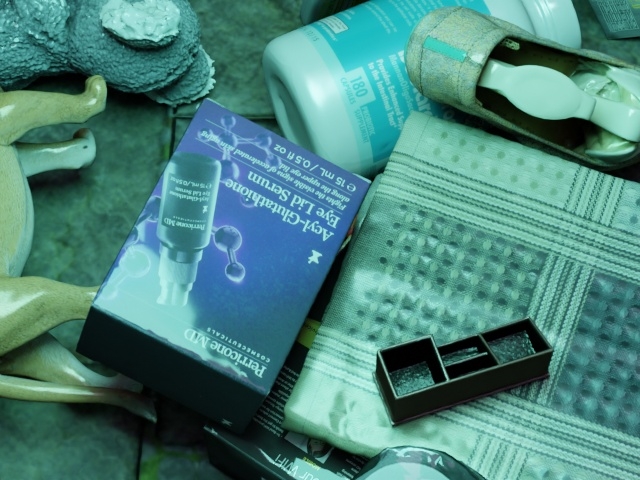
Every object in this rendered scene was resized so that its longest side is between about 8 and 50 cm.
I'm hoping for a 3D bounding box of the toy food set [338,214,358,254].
[{"bbox_3d":[0.000,0.000,1.562,0.020,0.082,0.083,53,55,-22],"label":"toy food set"}]

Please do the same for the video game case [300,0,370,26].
[{"bbox_3d":[0.084,-0.246,1.616,0.193,0.212,0.023,-15,84,-7],"label":"video game case"}]

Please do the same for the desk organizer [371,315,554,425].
[{"bbox_3d":[0.108,0.093,1.376,0.130,0.050,0.047,-17,65,-8],"label":"desk organizer"}]

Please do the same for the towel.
[{"bbox_3d":[0.164,0.068,1.448,0.324,0.056,0.312,20,65,9],"label":"towel"}]

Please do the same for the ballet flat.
[{"bbox_3d":[0.208,-0.113,1.516,0.106,0.316,0.107,26,102,52],"label":"ballet flat"}]

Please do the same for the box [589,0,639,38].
[{"bbox_3d":[0.261,-0.322,1.640,0.056,0.231,0.183,-4,58,25],"label":"box"}]

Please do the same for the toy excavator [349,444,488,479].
[{"bbox_3d":[0.050,0.417,1.213,0.433,0.222,0.445,-36,77,1],"label":"toy excavator"}]

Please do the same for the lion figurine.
[{"bbox_3d":[-0.282,-0.010,1.497,0.240,0.142,0.392,-7,61,-22],"label":"lion figurine"}]

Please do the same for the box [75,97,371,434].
[{"bbox_3d":[-0.076,0.021,1.419,0.153,0.108,0.207,26,63,-2],"label":"box"}]

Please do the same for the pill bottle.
[{"bbox_3d":[0.093,-0.153,1.598,0.264,0.146,0.146,-24,64,-11],"label":"pill bottle"}]

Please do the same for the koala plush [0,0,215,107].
[{"bbox_3d":[-0.203,-0.198,1.616,0.221,0.196,0.203,23,76,12],"label":"koala plush"}]

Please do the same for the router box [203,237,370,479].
[{"bbox_3d":[0.099,0.154,1.468,0.309,0.081,0.243,32,66,17],"label":"router box"}]
